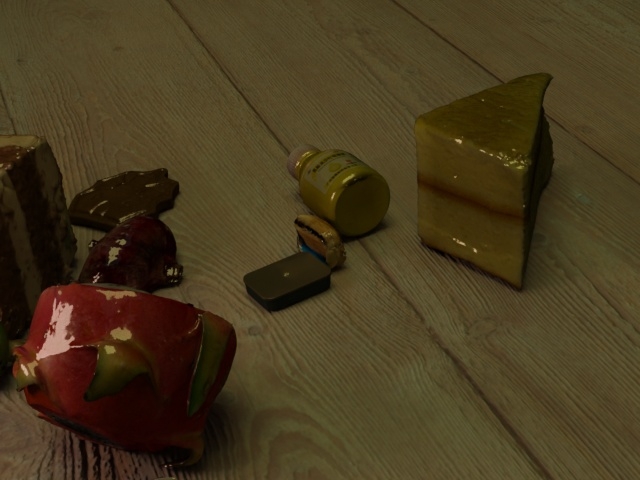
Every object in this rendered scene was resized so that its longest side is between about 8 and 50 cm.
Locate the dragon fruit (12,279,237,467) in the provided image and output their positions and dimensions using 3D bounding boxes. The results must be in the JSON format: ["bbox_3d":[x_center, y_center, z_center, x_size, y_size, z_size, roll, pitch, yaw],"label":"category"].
[{"bbox_3d":[-0.260,0.173,1.468,0.291,0.290,0.189,6,68,19],"label":"dragon fruit"}]

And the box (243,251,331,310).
[{"bbox_3d":[-0.051,0.065,1.811,0.126,0.031,0.091,-23,35,-25],"label":"box"}]

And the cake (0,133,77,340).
[{"bbox_3d":[-0.568,-0.010,1.819,0.282,0.255,0.290,0,27,14],"label":"cake"}]

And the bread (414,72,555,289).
[{"bbox_3d":[0.342,-0.129,1.870,0.362,0.233,0.245,-29,38,-34],"label":"bread"}]

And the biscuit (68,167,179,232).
[{"bbox_3d":[-0.350,-0.084,2.102,0.182,0.034,0.215,13,36,27],"label":"biscuit"}]

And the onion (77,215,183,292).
[{"bbox_3d":[-0.304,0.023,1.860,0.151,0.098,0.206,4,32,19],"label":"onion"}]

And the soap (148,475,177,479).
[{"bbox_3d":[-0.250,0.365,1.311,0.233,0.076,0.135,-16,34,-18],"label":"soap"}]

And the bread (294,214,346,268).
[{"bbox_3d":[0.000,0.000,1.870,0.053,0.072,0.106,-22,33,-26],"label":"bread"}]

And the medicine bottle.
[{"bbox_3d":[0.019,-0.101,1.985,0.122,0.121,0.212,-20,33,-22],"label":"medicine bottle"}]

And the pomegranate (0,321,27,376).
[{"bbox_3d":[-0.485,0.159,1.669,0.142,0.114,0.114,5,22,-34],"label":"pomegranate"}]
